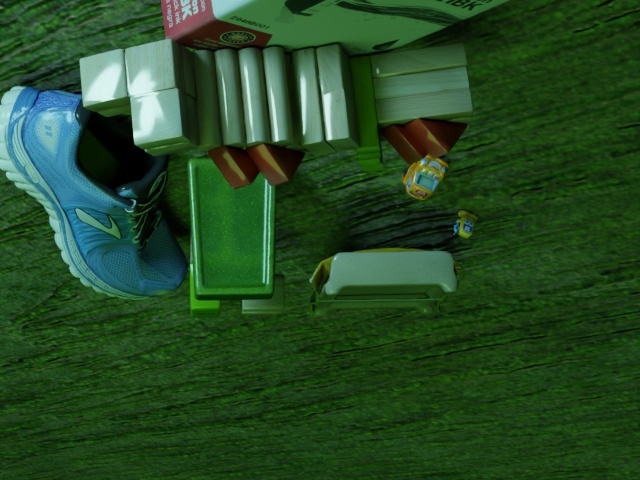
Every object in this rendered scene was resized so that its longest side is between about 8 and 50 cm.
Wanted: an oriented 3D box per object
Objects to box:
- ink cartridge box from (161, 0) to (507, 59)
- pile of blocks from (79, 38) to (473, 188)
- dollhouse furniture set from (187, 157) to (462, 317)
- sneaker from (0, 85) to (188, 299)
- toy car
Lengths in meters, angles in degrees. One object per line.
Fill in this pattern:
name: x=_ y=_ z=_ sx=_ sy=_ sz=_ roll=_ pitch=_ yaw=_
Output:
ink cartridge box: x=0.030 y=-0.236 z=1.177 sx=0.273 sy=0.114 sz=0.197 roll=-19 pitch=163 yaw=41
pile of blocks: x=-0.028 y=-0.096 z=1.261 sx=0.362 sy=0.112 sz=0.149 roll=-2 pitch=167 yaw=-20
dollhouse furniture set: x=0.000 y=0.000 z=1.667 sx=0.302 sy=0.151 sz=0.197 roll=-1 pitch=169 yaw=-5
sneaker: x=-0.229 y=-0.043 z=1.641 sx=0.147 sy=0.129 sz=0.330 roll=0 pitch=144 yaw=28
toy car: x=0.136 y=-0.044 z=1.560 sx=0.122 sy=0.040 sz=0.060 roll=35 pitch=143 yaw=-26
